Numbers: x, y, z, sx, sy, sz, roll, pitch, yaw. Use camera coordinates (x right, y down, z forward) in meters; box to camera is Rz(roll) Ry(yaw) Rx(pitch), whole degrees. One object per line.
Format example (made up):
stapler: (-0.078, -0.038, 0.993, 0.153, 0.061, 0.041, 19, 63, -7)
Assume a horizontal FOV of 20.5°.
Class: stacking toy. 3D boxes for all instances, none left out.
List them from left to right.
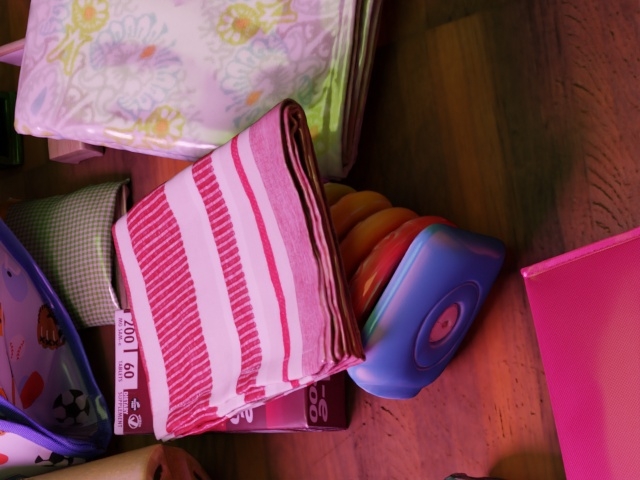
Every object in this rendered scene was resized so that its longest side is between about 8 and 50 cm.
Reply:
stacking toy: (0.000, 0.000, 1.614, 0.302, 0.175, 0.166, 34, 101, 27)

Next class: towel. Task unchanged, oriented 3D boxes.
towel: (-0.113, -0.237, 1.744, 0.374, 0.090, 0.321, 10, 88, 18)
towel: (-0.090, 0.039, 1.608, 0.329, 0.037, 0.237, -29, 71, 51)

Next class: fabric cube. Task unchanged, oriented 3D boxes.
fabric cube: (0.339, 0.122, 1.331, 0.254, 0.259, 0.258, -23, 69, 31)

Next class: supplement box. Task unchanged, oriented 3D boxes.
supplement box: (-0.091, 0.126, 1.739, 0.239, 0.073, 0.130, -7, 80, 33)

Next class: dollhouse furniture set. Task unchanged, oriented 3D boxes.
dollhouse furniture set: (-0.324, -0.048, 1.878, 0.197, 0.151, 0.302, -14, 75, 32)

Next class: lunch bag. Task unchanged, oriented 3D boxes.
lunch bag: (-0.443, 0.131, 1.840, 0.327, 0.239, 0.385, -24, 113, 31)

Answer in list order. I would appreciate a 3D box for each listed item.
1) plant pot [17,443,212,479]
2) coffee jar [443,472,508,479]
plant pot: (-0.224, 0.323, 1.709, 0.253, 0.276, 0.276, -24, 70, 17)
coffee jar: (0.142, 0.302, 1.546, 0.096, 0.079, 0.184, 7, 87, 35)
